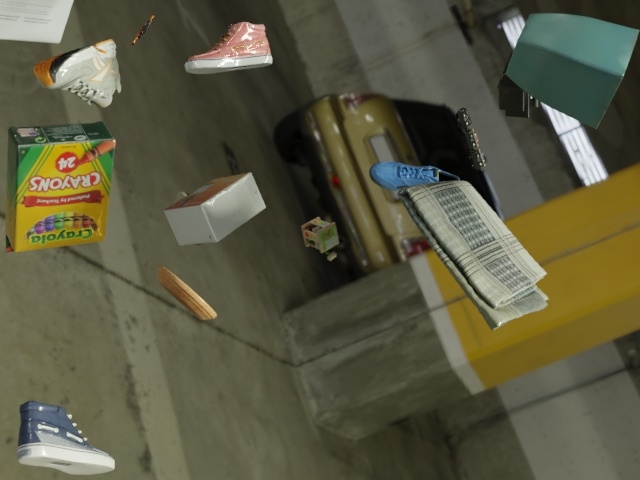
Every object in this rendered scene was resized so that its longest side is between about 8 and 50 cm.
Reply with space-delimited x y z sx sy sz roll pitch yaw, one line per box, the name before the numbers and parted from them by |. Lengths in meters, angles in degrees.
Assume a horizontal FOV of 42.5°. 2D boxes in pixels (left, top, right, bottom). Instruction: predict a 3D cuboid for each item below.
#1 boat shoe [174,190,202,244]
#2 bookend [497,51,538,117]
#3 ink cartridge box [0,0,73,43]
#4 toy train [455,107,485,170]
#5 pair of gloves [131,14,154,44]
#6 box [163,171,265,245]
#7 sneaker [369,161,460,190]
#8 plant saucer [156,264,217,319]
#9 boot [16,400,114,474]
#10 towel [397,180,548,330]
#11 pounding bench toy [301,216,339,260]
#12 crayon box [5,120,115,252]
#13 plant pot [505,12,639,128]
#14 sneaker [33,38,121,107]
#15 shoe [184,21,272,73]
boat shoe | -0.293 -0.052 1.962 0.079 0.084 0.233 20 15 -26
bookend | 0.492 -0.358 2.040 0.157 0.072 0.156 -61 150 -41
ink cartridge box | -0.549 -0.509 1.426 0.071 0.330 0.324 36 25 23
toy train | 0.338 -0.227 1.848 0.036 0.027 0.158 -54 129 -44
pair of gloves | -0.452 -0.535 2.097 0.010 0.074 0.083 34 -19 -24
box | -0.230 -0.069 1.802 0.170 0.130 0.091 -39 115 -43
sneaker | 0.216 -0.148 1.869 0.082 0.209 0.069 133 -35 -62
plant saucer | -0.356 0.143 2.149 0.200 0.037 0.200 39 -13 11
boot | -0.379 0.299 1.244 0.190 0.069 0.086 44 32 -58
towel | 0.314 0.013 1.601 0.324 0.056 0.312 56 29 14
pounding bench toy | 0.000 0.000 1.798 0.065 0.052 0.083 21 -49 47
crayon box | -0.560 -0.092 1.760 0.081 0.202 0.319 50 -43 39
plant pot | 0.545 -0.393 1.821 0.165 0.234 0.166 97 18 -56
sneaker | -0.441 -0.305 1.563 0.262 0.099 0.121 -60 135 -66
shoe | -0.179 -0.365 1.561 0.063 0.178 0.081 -3 -82 63
